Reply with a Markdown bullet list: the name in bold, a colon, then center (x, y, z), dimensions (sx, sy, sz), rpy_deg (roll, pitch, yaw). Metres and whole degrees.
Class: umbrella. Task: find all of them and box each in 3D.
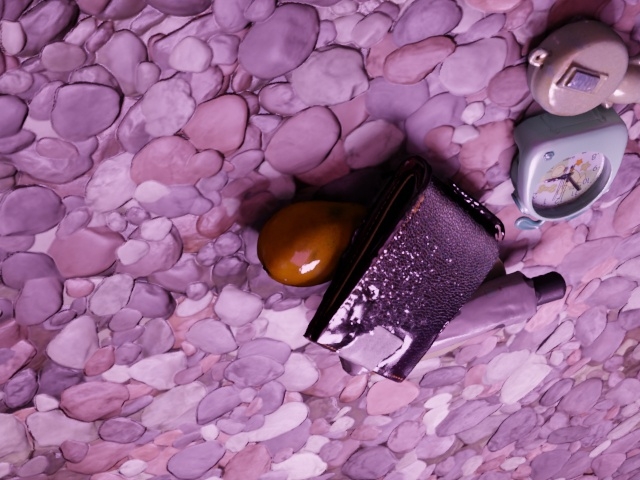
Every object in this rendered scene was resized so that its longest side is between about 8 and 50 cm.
- **umbrella**: center (0.183, 0.108, 1.811), dimensions (0.337, 0.067, 0.073), rpy_deg (-18, 115, -12)

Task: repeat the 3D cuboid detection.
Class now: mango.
- **mango**: center (-0.003, 0.004, 1.621), dimensions (0.163, 0.089, 0.111), rpy_deg (3, 123, -40)

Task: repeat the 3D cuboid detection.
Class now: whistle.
- **whistle**: center (0.351, -0.201, 1.623), dimensions (0.258, 0.067, 0.126), rpy_deg (8, 130, -38)

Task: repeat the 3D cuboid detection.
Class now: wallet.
- **wallet**: center (0.111, 0.046, 1.661), dimensions (0.262, 0.071, 0.221), rpy_deg (-57, 143, 1)

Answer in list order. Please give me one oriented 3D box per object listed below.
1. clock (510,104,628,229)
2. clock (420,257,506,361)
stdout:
- **clock**: center (0.314, -0.090, 1.724), dimensions (0.148, 0.060, 0.189), rpy_deg (-13, 139, -18)
- **clock**: center (0.152, 0.084, 1.847), dimensions (0.235, 0.029, 0.235), rpy_deg (-15, 137, -15)
